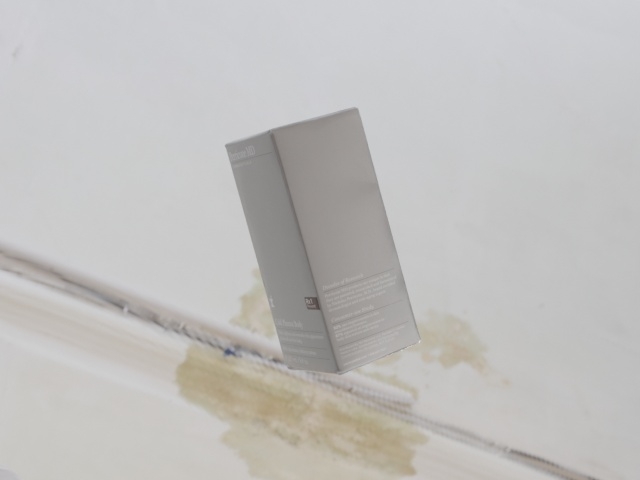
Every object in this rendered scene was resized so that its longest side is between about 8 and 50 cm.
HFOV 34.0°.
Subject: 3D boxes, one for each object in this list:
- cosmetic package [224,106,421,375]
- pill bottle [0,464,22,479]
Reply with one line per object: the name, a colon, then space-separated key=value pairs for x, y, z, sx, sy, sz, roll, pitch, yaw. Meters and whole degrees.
cosmetic package: x=0.000 y=0.000 z=1.009 sx=0.107 sy=0.127 sz=0.237 roll=-21 pitch=-85 yaw=-25
pill bottle: x=-0.314 y=0.215 z=0.787 sx=0.170 sy=0.094 sz=0.094 roll=-3 pitch=-120 yaw=17
